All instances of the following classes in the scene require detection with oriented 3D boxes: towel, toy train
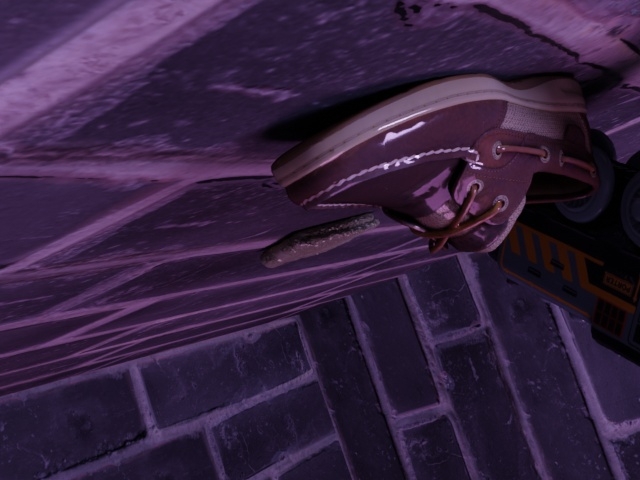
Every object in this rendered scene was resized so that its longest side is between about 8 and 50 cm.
[{"bbox_3d":[0.000,0.000,1.205,0.148,0.027,0.110,-15,171,-37],"label":"towel"},{"bbox_3d":[0.284,-0.001,0.883,0.142,0.190,0.334,0,-161,-30],"label":"toy train"}]

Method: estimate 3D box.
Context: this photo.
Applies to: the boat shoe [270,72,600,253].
[{"bbox_3d":[0.115,-0.051,0.692,0.342,0.123,0.123,-13,171,-46],"label":"boat shoe"}]
